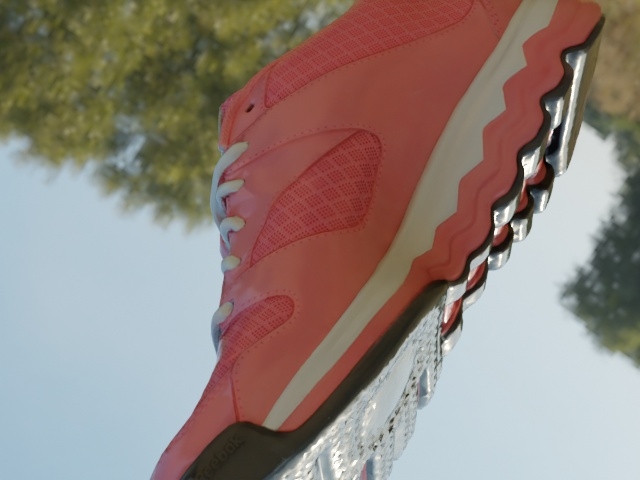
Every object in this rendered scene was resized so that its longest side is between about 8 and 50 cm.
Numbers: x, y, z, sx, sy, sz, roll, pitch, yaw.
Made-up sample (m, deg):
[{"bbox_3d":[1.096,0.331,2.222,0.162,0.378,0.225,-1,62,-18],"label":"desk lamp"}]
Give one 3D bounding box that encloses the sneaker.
[{"bbox_3d":[0.000,0.000,0.611,0.136,0.314,0.116,25,147,17],"label":"sneaker"}]
